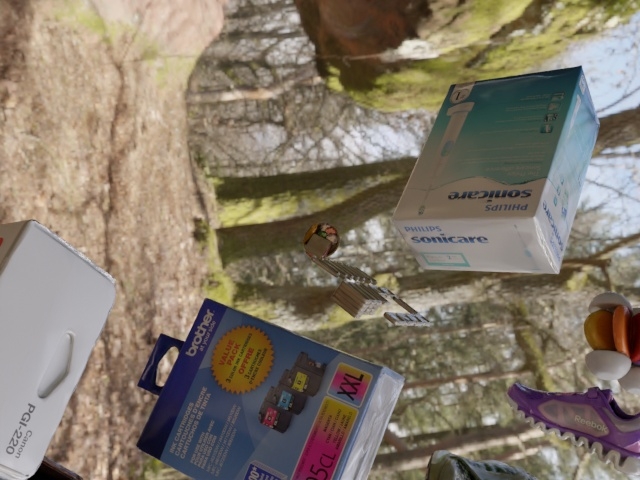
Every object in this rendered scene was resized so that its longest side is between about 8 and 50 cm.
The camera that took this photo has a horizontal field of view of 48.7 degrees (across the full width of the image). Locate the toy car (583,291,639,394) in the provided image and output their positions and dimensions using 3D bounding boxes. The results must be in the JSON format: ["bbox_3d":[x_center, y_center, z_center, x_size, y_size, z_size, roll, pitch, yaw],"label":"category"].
[{"bbox_3d":[0.563,0.176,1.253,0.136,0.182,0.159,-31,-142,53],"label":"toy car"}]

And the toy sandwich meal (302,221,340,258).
[{"bbox_3d":[0.000,0.000,1.474,0.029,0.086,0.085,67,14,-71],"label":"toy sandwich meal"}]

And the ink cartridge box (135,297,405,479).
[{"bbox_3d":[-0.104,0.267,1.135,0.269,0.396,0.151,-67,153,-11],"label":"ink cartridge box"}]

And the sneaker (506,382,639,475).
[{"bbox_3d":[0.419,0.274,1.137,0.095,0.237,0.104,0,109,-57],"label":"sneaker"}]

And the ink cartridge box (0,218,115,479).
[{"bbox_3d":[-0.275,0.080,0.509,0.092,0.218,0.158,51,44,-43],"label":"ink cartridge box"}]

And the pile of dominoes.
[{"bbox_3d":[0.089,0.108,1.304,0.196,0.040,0.251,38,8,23],"label":"pile of dominoes"}]

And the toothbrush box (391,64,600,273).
[{"bbox_3d":[0.265,-0.104,1.047,0.126,0.217,0.295,54,50,-37],"label":"toothbrush box"}]

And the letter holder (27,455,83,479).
[{"bbox_3d":[-0.541,0.404,1.016,0.214,0.302,0.152,55,22,-39],"label":"letter holder"}]

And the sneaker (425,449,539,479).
[{"bbox_3d":[0.290,0.415,1.115,0.410,0.182,0.157,19,70,-54],"label":"sneaker"}]
